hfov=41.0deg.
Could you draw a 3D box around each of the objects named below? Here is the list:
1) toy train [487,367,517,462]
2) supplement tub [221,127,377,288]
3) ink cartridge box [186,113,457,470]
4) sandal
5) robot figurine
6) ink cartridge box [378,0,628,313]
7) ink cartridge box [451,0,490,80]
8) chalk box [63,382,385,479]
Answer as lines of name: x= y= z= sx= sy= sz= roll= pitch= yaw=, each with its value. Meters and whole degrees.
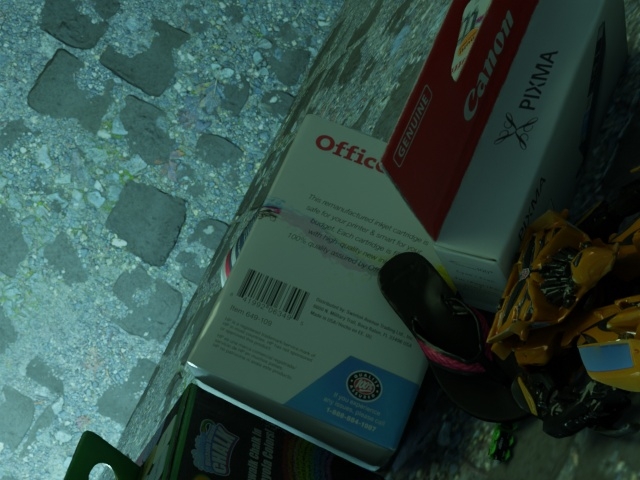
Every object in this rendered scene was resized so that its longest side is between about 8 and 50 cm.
toy train: x=0.151 y=0.142 z=0.695 sx=0.023 sy=0.017 sz=0.083 roll=124 pitch=170 yaw=-65
supplement tub: x=0.000 y=0.000 z=1.171 sx=0.272 sy=0.191 sz=0.191 roll=-53 pitch=16 yaw=35
ink cartridge box: x=0.022 y=0.057 z=0.852 sx=0.197 sy=0.198 sz=0.270 roll=95 pitch=-161 yaw=-69
sandal: x=0.107 y=0.076 z=0.701 sx=0.067 sy=0.179 sz=0.040 roll=-37 pitch=-27 yaw=-6
robot figurine: x=0.212 y=0.021 z=0.562 sx=0.211 sy=0.085 sz=0.291 roll=-66 pitch=14 yaw=-22
ink cartridge box: x=0.169 y=-0.115 z=0.703 sx=0.296 sy=0.066 sz=0.261 roll=-65 pitch=-31 yaw=-15
ink cartridge box: x=0.202 y=-0.194 z=0.951 sx=0.128 sy=0.127 sz=0.176 roll=-40 pitch=26 yaw=56
chalk box: x=-0.103 y=0.273 z=0.780 sx=0.179 sy=0.289 sz=0.180 roll=-56 pitch=14 yaw=24
